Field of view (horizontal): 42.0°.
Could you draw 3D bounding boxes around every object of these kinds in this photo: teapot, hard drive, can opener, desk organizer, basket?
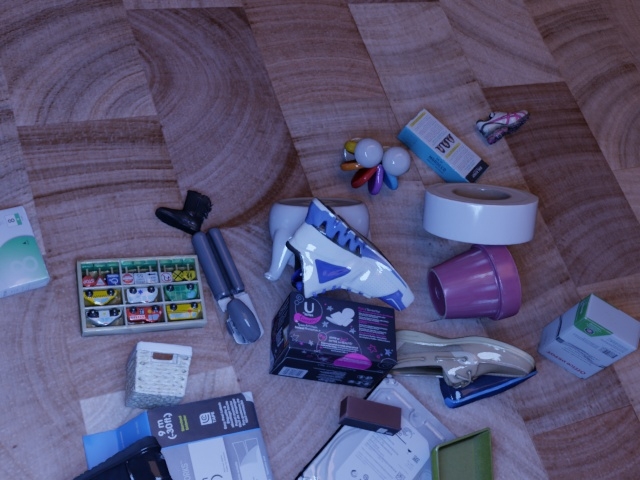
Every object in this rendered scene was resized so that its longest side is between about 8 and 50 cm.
[{"bbox_3d":[0.000,0.000,1.949,0.256,0.252,0.187,-1,100,-1],"label":"teapot"},{"bbox_3d":[0.129,0.484,1.807,0.237,0.064,0.339,45,55,5],"label":"hard drive"},{"bbox_3d":[-0.199,0.096,1.863,0.076,0.095,0.283,-18,78,-32],"label":"can opener"},{"bbox_3d":[0.107,0.377,1.790,0.130,0.047,0.050,16,56,-14],"label":"desk organizer"},{"bbox_3d":[-0.329,0.276,1.676,0.113,0.167,0.103,8,67,-17],"label":"basket"}]

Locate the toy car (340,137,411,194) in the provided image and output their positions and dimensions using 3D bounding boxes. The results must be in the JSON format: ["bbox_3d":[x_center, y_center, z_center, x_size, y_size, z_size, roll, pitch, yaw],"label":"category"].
[{"bbox_3d":[0.138,-0.187,2.144,0.182,0.159,0.136,15,93,-14],"label":"toy car"}]

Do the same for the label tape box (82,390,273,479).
[{"bbox_3d":[-0.273,0.452,1.635,0.334,0.106,0.240,-6,65,-25],"label":"label tape box"}]

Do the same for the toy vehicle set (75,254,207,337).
[{"bbox_3d":[-0.389,0.118,1.813,0.267,0.035,0.166,-3,64,-23],"label":"toy vehicle set"}]

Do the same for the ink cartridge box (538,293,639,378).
[{"bbox_3d":[0.664,0.242,2.069,0.153,0.208,0.087,31,53,-5],"label":"ink cartridge box"}]

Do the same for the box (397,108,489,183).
[{"bbox_3d":[0.337,-0.244,2.289,0.244,0.060,0.100,43,56,4],"label":"box"}]

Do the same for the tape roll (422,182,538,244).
[{"bbox_3d":[0.399,-0.072,2.094,0.286,0.286,0.100,-4,107,-24],"label":"tape roll"}]

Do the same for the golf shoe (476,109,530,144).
[{"bbox_3d":[0.535,-0.350,2.424,0.186,0.067,0.086,-28,74,-31],"label":"golf shoe"}]

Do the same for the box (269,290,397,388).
[{"bbox_3d":[0.026,0.222,1.847,0.247,0.163,0.142,12,57,-15],"label":"box"}]

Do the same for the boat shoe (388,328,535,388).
[{"bbox_3d":[0.313,0.285,1.903,0.341,0.121,0.110,4,61,21],"label":"boat shoe"}]

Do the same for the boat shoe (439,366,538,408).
[{"bbox_3d":[0.403,0.319,1.983,0.258,0.109,0.089,-10,64,-29],"label":"boat shoe"}]

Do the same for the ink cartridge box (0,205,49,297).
[{"bbox_3d":[-0.700,0.037,1.723,0.225,0.056,0.181,-16,69,-30],"label":"ink cartridge box"}]

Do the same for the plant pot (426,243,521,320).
[{"bbox_3d":[0.367,0.111,2.041,0.180,0.201,0.201,-14,68,-11],"label":"plant pot"}]

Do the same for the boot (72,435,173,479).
[{"bbox_3d":[-0.356,0.503,1.510,0.246,0.094,0.207,-33,62,-2],"label":"boot"}]

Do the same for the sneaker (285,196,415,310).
[{"bbox_3d":[0.038,0.065,1.805,0.315,0.182,0.127,41,8,-23],"label":"sneaker"}]

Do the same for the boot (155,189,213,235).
[{"bbox_3d":[-0.315,-0.075,1.943,0.121,0.045,0.099,27,58,-15],"label":"boot"}]

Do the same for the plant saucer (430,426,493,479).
[{"bbox_3d":[0.302,0.515,1.818,0.188,0.045,0.188,-5,92,-42],"label":"plant saucer"}]
